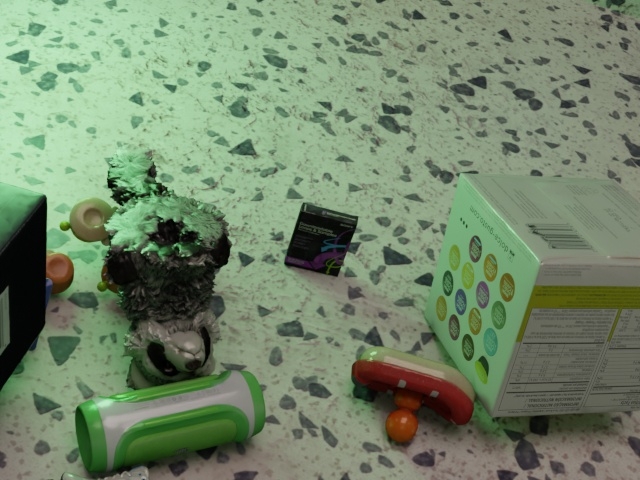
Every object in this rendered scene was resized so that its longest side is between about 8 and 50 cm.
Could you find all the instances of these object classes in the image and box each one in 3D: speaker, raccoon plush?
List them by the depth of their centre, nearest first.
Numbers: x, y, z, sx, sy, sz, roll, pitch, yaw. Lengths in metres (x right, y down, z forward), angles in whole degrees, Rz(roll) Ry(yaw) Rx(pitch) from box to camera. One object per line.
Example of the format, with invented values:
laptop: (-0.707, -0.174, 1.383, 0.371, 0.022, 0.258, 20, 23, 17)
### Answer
speaker: (-0.246, 0.296, 1.731, 0.297, 0.131, 0.131, -9, 50, -25)
raccoon plush: (-0.275, 0.058, 1.883, 0.216, 0.299, 0.446, 0, 35, -9)

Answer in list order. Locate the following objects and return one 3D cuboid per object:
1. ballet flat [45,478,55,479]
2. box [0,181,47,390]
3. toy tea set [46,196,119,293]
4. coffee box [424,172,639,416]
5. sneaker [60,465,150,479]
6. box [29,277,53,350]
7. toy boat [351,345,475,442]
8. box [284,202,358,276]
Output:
ballet flat: (-0.407, 0.455, 1.554, 0.077, 0.079, 0.221, 0, 47, -16)
box: (-0.716, 0.103, 1.531, 0.472, 0.297, 0.480, 15, 36, 4)
toy tea set: (-0.389, 0.020, 1.996, 0.336, 0.124, 0.200, 1, 76, -22)
coffee box: (0.438, 0.098, 1.959, 0.338, 0.334, 0.337, 1, 30, -19)
sneaker: (-0.311, 0.387, 1.642, 0.191, 0.071, 0.083, 21, 80, -7)
box: (-0.595, 0.104, 1.826, 0.225, 0.036, 0.136, 13, 76, -7)
toy boat: (0.161, 0.291, 1.887, 0.231, 0.151, 0.151, 16, 74, -1)
box: (0.000, 0.000, 2.080, 0.116, 0.162, 0.029, 13, 44, -5)
